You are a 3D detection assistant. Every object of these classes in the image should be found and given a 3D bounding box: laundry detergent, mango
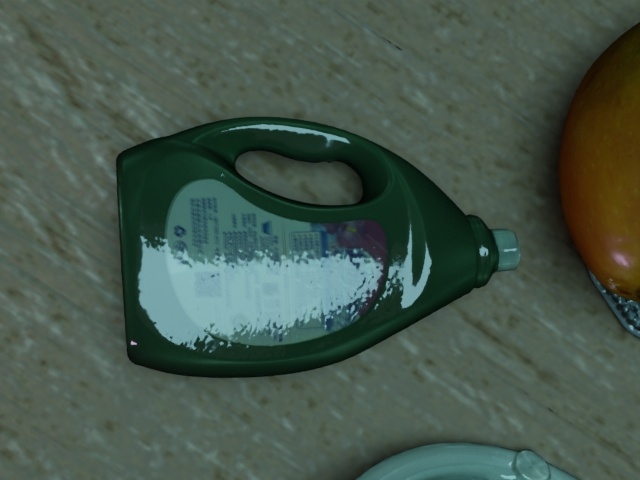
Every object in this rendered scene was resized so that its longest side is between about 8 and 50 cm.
[{"bbox_3d":[0.000,0.000,0.683,0.211,0.063,0.137,-5,79,-8],"label":"laundry detergent"},{"bbox_3d":[0.219,-0.072,0.691,0.138,0.113,0.253,36,68,19],"label":"mango"}]

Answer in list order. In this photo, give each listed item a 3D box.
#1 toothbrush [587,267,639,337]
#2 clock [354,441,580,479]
[{"bbox_3d":[0.254,0.150,0.719,0.024,0.029,0.354,-35,91,7],"label":"toothbrush"},{"bbox_3d":[0.090,0.213,0.645,0.236,0.053,0.236,15,48,-17],"label":"clock"}]
